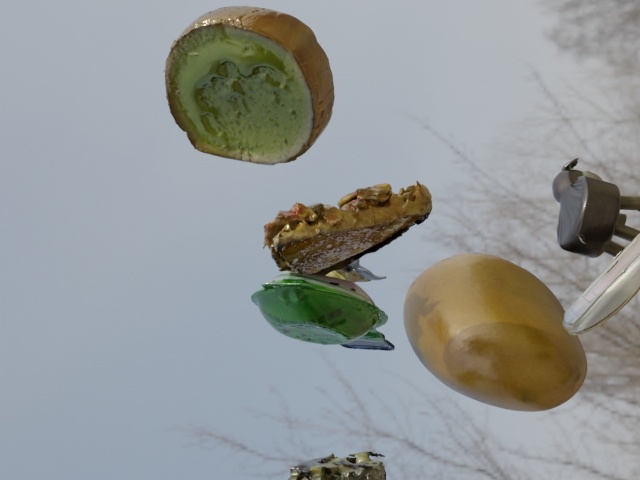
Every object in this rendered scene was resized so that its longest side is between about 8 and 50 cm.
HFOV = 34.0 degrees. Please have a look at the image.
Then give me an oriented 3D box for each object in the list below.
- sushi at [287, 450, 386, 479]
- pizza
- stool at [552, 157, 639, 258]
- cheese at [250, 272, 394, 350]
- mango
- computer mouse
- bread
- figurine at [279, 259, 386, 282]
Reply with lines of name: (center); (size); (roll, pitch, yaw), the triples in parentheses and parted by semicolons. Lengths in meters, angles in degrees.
sushi: (0.033, 0.415, 1.683); (0.291, 0.131, 0.139); (22, -116, -71)
pizza: (0.000, 0.000, 1.543); (0.287, 0.251, 0.074); (-10, -111, -35)
stool: (0.446, -0.050, 1.709); (0.217, 0.121, 0.125); (-87, 10, -57)
cheese: (0.015, 0.115, 1.557); (0.320, 0.204, 0.083); (39, -124, -58)
mango: (0.311, 0.169, 1.868); (0.446, 0.300, 0.232); (-126, 47, -66)
computer mouse: (0.442, 0.070, 1.568); (0.045, 0.199, 0.102); (40, -173, -2)
bread: (-0.095, -0.197, 1.363); (0.070, 0.236, 0.236); (-59, -41, -46)
figurine: (0.003, 0.069, 1.808); (0.128, 0.208, 0.184); (49, -142, -24)
